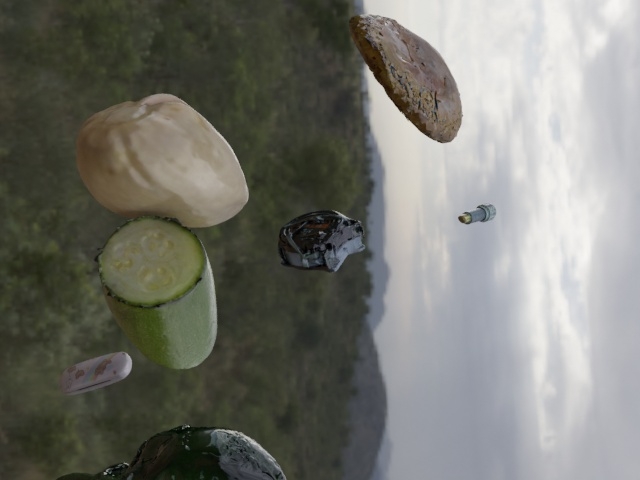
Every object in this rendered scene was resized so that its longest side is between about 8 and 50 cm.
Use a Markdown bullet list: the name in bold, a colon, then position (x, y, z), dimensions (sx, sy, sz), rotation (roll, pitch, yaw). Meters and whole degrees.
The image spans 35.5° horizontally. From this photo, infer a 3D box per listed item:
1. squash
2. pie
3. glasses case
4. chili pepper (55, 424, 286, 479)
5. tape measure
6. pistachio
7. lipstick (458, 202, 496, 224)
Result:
- **squash**: position (-0.270, 0.100, 1.680), dimensions (0.260, 0.189, 0.189), rotation (98, -9, -59)
- **pie**: position (0.152, -0.283, 1.706), dimensions (0.069, 0.273, 0.273), rotation (-40, -149, 30)
- **glasses case**: position (-0.240, 0.142, 1.064), dimensions (0.021, 0.083, 0.032), rotation (60, 18, -46)
- **chili pepper**: position (-0.155, 0.249, 0.996), dimensions (0.148, 0.264, 0.116), rotation (54, 22, -23)
- **tape measure**: position (-0.001, -0.001, 1.172), dimensions (0.091, 0.094, 0.054), rotation (-37, 122, -38)
- **pistachio**: position (-0.256, -0.123, 1.671), dimensions (0.214, 0.318, 0.193), rotation (-58, -142, 7)
- **lipstick**: position (0.295, -0.046, 1.907), dimensions (0.116, 0.037, 0.037), rotation (-17, 107, -53)
